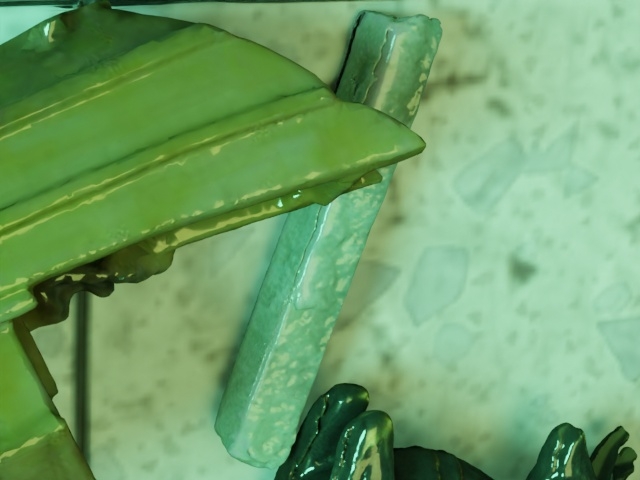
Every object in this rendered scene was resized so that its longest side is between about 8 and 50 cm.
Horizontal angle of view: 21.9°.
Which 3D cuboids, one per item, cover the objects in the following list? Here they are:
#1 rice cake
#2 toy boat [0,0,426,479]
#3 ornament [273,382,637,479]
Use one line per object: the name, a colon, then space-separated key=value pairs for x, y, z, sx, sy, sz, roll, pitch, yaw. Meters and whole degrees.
rice cake: x=0.001 y=0.000 z=0.692 sx=0.033 sy=0.033 sz=0.207 roll=13 pitch=106 yaw=-28
toy boat: x=-0.169 y=0.054 z=0.563 sx=0.445 sy=0.136 sz=0.162 roll=-29 pitch=87 yaw=-14
ornament: x=0.080 y=0.172 z=0.771 sx=0.236 sy=0.080 sz=0.202 roll=9 pitch=112 yaw=-28
